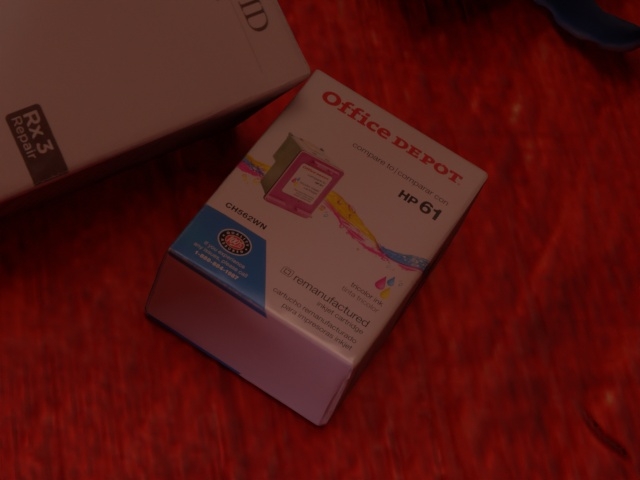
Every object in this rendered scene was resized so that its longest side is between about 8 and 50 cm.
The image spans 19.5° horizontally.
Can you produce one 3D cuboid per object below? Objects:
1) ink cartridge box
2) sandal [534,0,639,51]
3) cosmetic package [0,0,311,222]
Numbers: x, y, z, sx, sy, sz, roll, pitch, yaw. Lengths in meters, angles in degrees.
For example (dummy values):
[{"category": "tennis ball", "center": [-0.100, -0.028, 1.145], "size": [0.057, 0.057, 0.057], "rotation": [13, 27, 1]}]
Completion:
[{"category": "ink cartridge box", "center": [0.000, 0.000, 0.764], "size": [0.088, 0.052, 0.122], "rotation": [32, 52, 6]}, {"category": "sandal", "center": [0.065, -0.174, 0.867], "size": [0.317, 0.126, 0.138], "rotation": [10, 58, -9]}, {"category": "cosmetic package", "center": [-0.131, -0.068, 0.731], "size": [0.231, 0.085, 0.117], "rotation": [-26, 91, -29]}]
